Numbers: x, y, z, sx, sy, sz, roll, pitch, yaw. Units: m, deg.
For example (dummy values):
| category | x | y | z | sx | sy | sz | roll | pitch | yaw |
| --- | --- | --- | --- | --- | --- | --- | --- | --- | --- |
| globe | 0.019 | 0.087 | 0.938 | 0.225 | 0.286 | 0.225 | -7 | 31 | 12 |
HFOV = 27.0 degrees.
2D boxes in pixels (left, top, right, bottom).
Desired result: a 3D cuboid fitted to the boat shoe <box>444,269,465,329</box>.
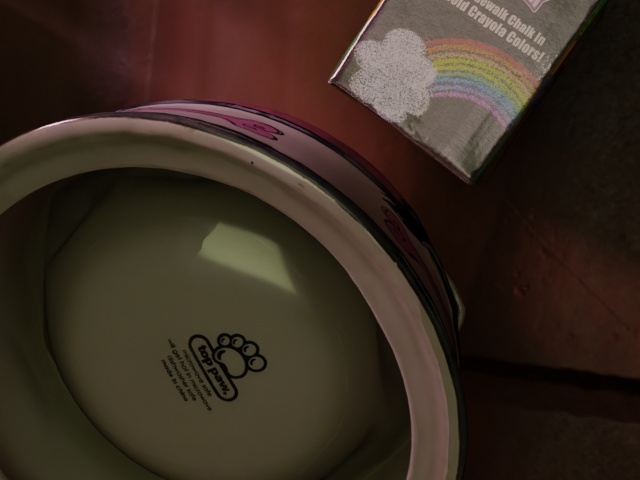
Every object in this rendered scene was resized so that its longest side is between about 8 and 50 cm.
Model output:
| category | x | y | z | sx | sy | sz | roll | pitch | yaw |
| --- | --- | --- | --- | --- | --- | --- | --- | --- | --- |
| boat shoe | 0.000 | 0.000 | 1.030 | 0.254 | 0.079 | 0.095 | 41 | 99 | 5 |

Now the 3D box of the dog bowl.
| category | x | y | z | sx | sy | sz | roll | pitch | yaw |
| --- | --- | --- | --- | --- | --- | --- | --- | --- | --- |
| dog bowl | -0.084 | 0.079 | 0.959 | 0.408 | 0.150 | 0.408 | 7 | 116 | 15 |

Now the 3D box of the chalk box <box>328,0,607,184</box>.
| category | x | y | z | sx | sy | sz | roll | pitch | yaw |
| --- | --- | --- | --- | --- | --- | --- | --- | --- | --- |
| chalk box | 0.125 | -0.163 | 0.975 | 0.132 | 0.132 | 0.213 | 37 | 98 | 6 |
